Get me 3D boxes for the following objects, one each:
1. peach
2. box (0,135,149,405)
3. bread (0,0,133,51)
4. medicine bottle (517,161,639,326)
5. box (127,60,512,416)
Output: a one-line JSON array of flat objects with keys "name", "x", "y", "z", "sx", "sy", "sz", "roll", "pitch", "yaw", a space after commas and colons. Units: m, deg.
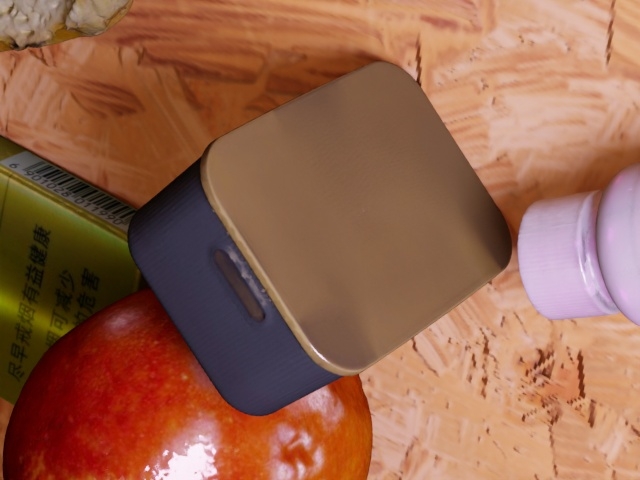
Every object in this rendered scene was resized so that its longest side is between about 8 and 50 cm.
[{"name": "peach", "x": -0.082, "y": 0.142, "z": 1.144, "sx": 0.199, "sy": 0.243, "sz": 0.243, "roll": 6, "pitch": 111, "yaw": 37}, {"name": "box", "x": -0.247, "y": 0.004, "z": 1.312, "sx": 0.311, "sy": 0.043, "sz": 0.173, "roll": 27, "pitch": 120, "yaw": 22}, {"name": "bread", "x": -0.196, "y": -0.181, "z": 1.187, "sx": 0.232, "sy": 0.088, "sz": 0.128, "roll": -1, "pitch": 98, "yaw": 40}, {"name": "medicine bottle", "x": 0.228, "y": -0.006, "z": 0.971, "sx": 0.260, "sy": 0.095, "sz": 0.095, "roll": -10, "pitch": 102, "yaw": 33}, {"name": "box", "x": 0.000, "y": 0.000, "z": 1.056, "sx": 0.090, "sy": 0.201, "sz": 0.144, "roll": -35, "pitch": 89, "yaw": 40}]
